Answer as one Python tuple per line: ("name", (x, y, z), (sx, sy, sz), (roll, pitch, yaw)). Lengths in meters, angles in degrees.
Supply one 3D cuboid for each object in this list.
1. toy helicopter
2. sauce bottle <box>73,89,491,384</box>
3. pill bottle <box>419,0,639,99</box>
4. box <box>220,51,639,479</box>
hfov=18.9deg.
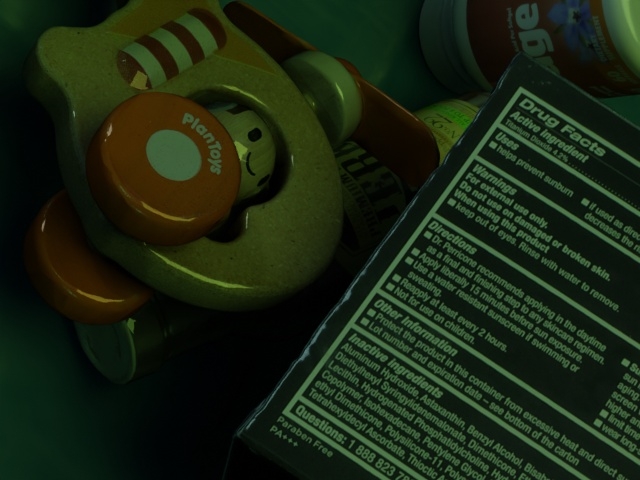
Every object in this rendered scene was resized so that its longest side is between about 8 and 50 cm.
("toy helicopter", (-0.071, -0.124, 1.160), (0.235, 0.140, 0.355), (-3, 65, -29))
("sauce bottle", (0.000, 0.000, 1.256), (0.344, 0.111, 0.111), (-25, 103, -34))
("pill bottle", (0.170, -0.154, 1.324), (0.121, 0.216, 0.121), (2, 87, -36))
("box", (0.145, 0.108, 1.106), (0.296, 0.183, 0.294), (34, 67, 7))
